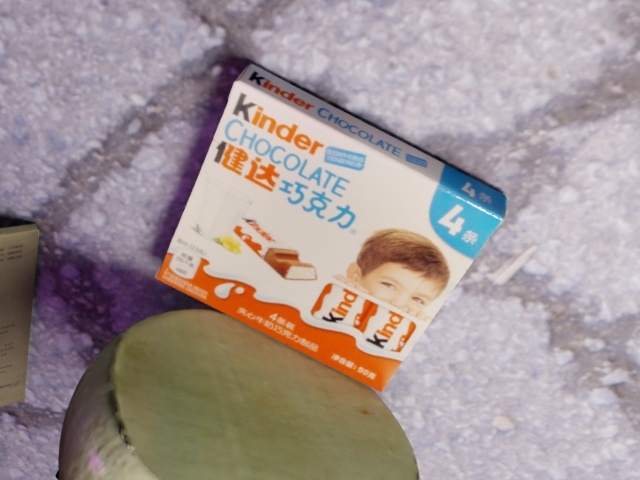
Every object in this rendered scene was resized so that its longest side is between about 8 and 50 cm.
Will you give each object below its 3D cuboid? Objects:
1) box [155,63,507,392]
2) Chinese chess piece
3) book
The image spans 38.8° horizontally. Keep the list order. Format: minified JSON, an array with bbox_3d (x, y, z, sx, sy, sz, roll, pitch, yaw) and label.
[{"bbox_3d":[0.000,0.000,0.893,0.273,0.048,0.265,27,127,-1],"label":"box"},{"bbox_3d":[-0.076,0.218,0.876,0.349,0.349,0.146,26,113,-2],"label":"Chinese chess piece"},{"bbox_3d":[-0.427,0.107,1.023,0.025,0.214,0.283,49,134,35],"label":"book"}]
